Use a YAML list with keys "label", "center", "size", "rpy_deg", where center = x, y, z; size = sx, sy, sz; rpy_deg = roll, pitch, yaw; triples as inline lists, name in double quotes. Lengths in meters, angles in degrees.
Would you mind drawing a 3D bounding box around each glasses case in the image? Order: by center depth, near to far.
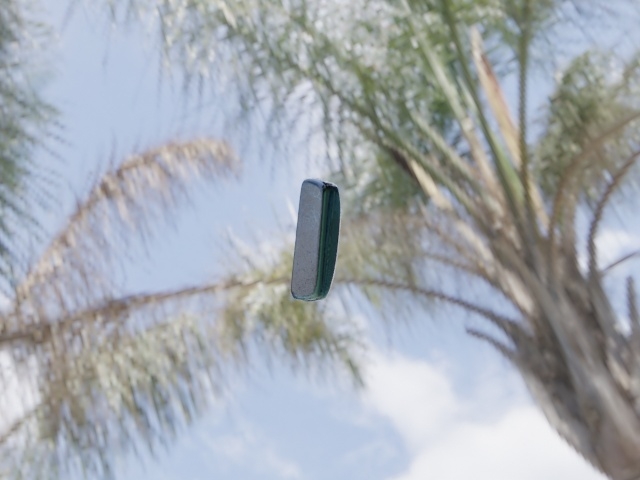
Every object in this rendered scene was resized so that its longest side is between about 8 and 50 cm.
- label: "glasses case"
  center: [0.000, 0.000, 1.001]
  size: [0.023, 0.033, 0.083]
  rpy_deg: [3, -88, -39]
